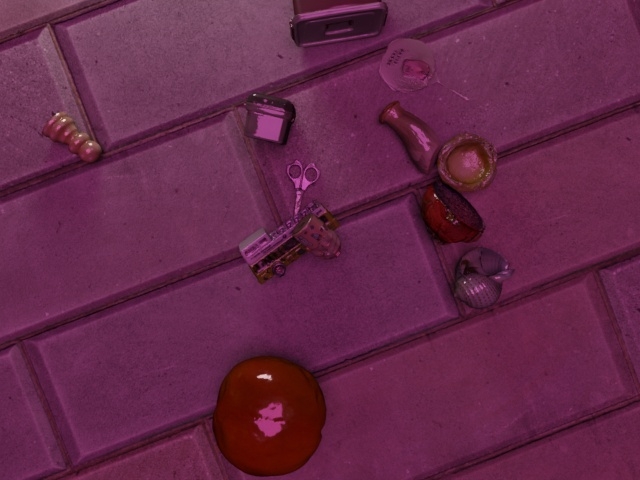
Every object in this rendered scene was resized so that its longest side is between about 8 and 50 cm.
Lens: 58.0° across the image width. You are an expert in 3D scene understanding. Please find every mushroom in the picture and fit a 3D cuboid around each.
[{"bbox_3d":[0.290,-0.325,1.787,0.247,0.108,0.096,49,49,-4],"label":"mushroom"}]

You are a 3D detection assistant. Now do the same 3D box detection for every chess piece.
[{"bbox_3d":[-0.752,-0.305,1.771,0.170,0.094,0.094,41,90,-9],"label":"chess piece"}]

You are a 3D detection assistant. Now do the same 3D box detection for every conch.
[{"bbox_3d":[0.490,0.124,1.782,0.200,0.131,0.172,-15,63,-28],"label":"conch"}]

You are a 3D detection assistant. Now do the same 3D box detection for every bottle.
[{"bbox_3d":[0.001,-0.001,1.679,0.152,0.099,0.099,42,90,-16],"label":"bottle"}]

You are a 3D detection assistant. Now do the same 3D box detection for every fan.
[{"bbox_3d":[0.337,-0.519,1.825,0.310,0.010,0.182,28,90,-1],"label":"fan"}]

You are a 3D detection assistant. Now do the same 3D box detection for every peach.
[{"bbox_3d":[-0.160,0.508,1.678,0.302,0.343,0.342,17,91,-19],"label":"peach"}]

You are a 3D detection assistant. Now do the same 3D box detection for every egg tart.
[{"bbox_3d":[0.448,-0.238,1.791,0.197,0.078,0.196,1,87,-9],"label":"egg tart"}]

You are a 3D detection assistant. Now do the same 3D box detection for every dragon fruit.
[{"bbox_3d":[0.377,-0.058,1.759,0.219,0.223,0.148,21,124,-36],"label":"dragon fruit"}]

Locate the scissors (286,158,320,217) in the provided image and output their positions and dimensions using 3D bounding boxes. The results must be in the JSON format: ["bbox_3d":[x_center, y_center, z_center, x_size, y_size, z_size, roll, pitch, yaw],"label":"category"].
[{"bbox_3d":[-0.066,-0.146,1.816,0.111,0.021,0.212,9,91,-5],"label":"scissors"}]

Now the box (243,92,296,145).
[{"bbox_3d":[-0.152,-0.358,1.720,0.148,0.210,0.129,13,98,-1],"label":"box"}]

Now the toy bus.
[{"bbox_3d":[-0.097,-0.006,1.762,0.302,0.113,0.139,-36,109,-1],"label":"toy bus"}]

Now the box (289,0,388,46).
[{"bbox_3d":[0.044,-0.710,1.730,0.294,0.193,0.167,-10,86,-1],"label":"box"}]
